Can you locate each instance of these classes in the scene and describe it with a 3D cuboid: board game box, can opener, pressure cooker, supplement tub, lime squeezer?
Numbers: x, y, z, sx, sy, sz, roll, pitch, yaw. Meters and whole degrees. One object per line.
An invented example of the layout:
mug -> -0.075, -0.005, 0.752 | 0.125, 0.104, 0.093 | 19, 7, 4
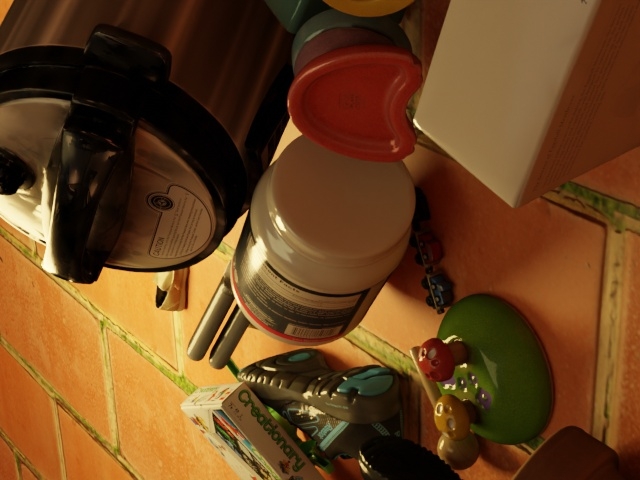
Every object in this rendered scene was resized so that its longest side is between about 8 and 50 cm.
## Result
board game box -> -0.066, 0.339, 1.874 | 0.305, 0.053, 0.193 | 51, 157, -9
can opener -> -0.117, 0.072, 1.899 | 0.093, 0.074, 0.280 | -84, 19, -60
pressure cooker -> -0.246, -0.156, 1.593 | 0.375, 0.420, 0.370 | -7, 138, 29
supplement tub -> 0.000, 0.000, 1.552 | 0.191, 0.191, 0.272 | 62, 158, 17
lime squeezer -> -0.059, 0.287, 1.930 | 0.310, 0.059, 0.110 | 41, 177, 46

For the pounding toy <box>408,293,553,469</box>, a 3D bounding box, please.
pounding toy -> 0.157, 0.174, 1.500 | 0.183, 0.110, 0.237 | 64, 148, 15

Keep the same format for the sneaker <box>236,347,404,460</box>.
sneaker -> -0.006, 0.238, 1.785 | 0.341, 0.125, 0.140 | 10, 116, 58

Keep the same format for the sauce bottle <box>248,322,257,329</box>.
sauce bottle -> -0.080, 0.118, 1.923 | 0.128, 0.042, 0.042 | 11, 114, 59

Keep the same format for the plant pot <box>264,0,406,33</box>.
plant pot -> 0.031, -0.373, 1.392 | 0.166, 0.165, 0.234 | 55, 137, 28

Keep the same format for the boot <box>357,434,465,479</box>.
boot -> 0.125, 0.375, 1.535 | 0.246, 0.094, 0.207 | 30, 120, 35

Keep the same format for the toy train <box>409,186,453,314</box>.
toy train -> 0.130, 0.011, 1.546 | 0.036, 0.027, 0.158 | -14, 92, 48

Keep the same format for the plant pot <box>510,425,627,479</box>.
plant pot -> 0.283, 0.355, 1.286 | 0.229, 0.263, 0.263 | 32, 133, 25

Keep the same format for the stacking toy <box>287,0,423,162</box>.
stacking toy -> 0.109, -0.228, 1.314 | 0.309, 0.279, 0.130 | 105, 173, -47

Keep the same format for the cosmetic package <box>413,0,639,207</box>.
cosmetic package -> 0.222, -0.180, 1.087 | 0.138, 0.224, 0.224 | 43, 138, 27

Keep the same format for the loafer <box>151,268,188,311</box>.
loafer -> -0.257, 0.061, 2.175 | 0.056, 0.050, 0.148 | 33, 131, 47
